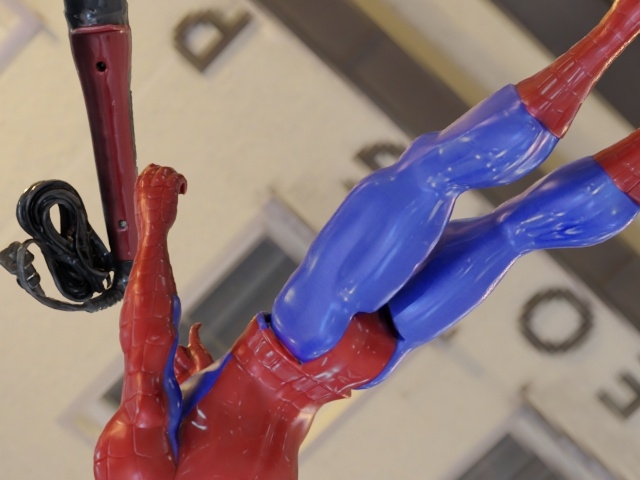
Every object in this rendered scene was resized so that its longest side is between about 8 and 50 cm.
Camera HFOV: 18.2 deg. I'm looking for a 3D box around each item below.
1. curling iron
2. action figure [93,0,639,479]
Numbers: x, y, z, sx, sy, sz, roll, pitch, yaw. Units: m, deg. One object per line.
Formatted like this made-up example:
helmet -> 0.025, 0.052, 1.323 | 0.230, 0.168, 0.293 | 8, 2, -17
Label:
curling iron -> -0.111, -0.088, 0.902 | 0.068, 0.274, 0.035 | -12, -153, -32
action figure -> 0.000, 0.000, 0.643 | 0.091, 0.280, 0.139 | 36, -167, -41
